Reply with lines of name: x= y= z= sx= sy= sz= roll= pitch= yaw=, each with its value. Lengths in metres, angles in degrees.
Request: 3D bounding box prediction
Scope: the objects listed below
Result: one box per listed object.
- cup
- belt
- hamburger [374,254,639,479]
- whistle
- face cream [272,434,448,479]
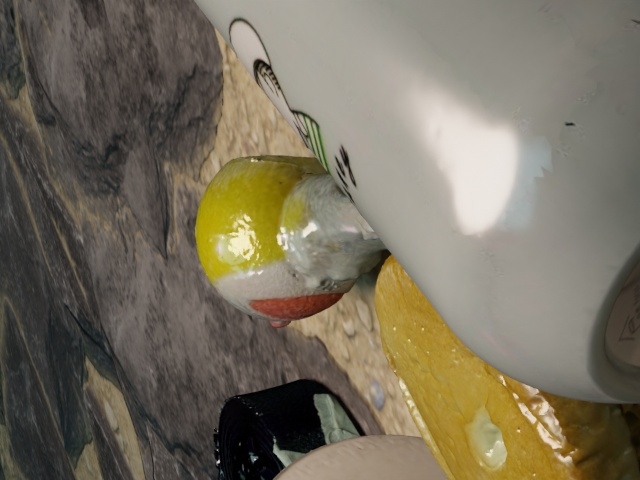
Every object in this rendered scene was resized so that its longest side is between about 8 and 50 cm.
cup: x=0.075 y=-0.096 z=0.598 sx=0.312 sy=0.205 sz=0.205 roll=55 pitch=151 yaw=36
belt: x=-0.012 y=0.191 z=1.147 sx=0.198 sy=0.078 sz=0.151 roll=46 pitch=140 yaw=50
hamburger: x=0.119 y=0.074 z=0.719 sx=0.215 sy=0.122 sz=0.189 roll=62 pitch=161 yaw=18
whistle: x=0.000 y=0.000 z=0.962 sx=0.223 sy=0.123 sz=0.123 roll=-3 pitch=103 yaw=52
face cream: x=0.043 y=0.231 z=0.916 sx=0.177 sy=0.177 sz=0.153 roll=48 pitch=146 yaw=46
